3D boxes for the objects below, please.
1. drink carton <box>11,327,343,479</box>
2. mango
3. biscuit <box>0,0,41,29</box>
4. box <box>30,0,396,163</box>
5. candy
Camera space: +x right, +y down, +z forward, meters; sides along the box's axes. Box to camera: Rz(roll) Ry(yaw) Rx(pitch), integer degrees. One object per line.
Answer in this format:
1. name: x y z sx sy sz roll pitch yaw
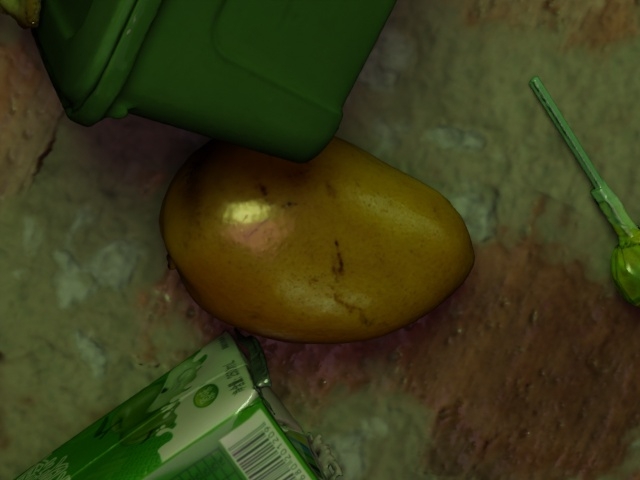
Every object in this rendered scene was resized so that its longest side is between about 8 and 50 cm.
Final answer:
1. drink carton: -0.127 0.183 1.180 0.271 0.161 0.108 -34 106 -1
2. mango: 0.000 0.000 1.174 0.219 0.112 0.145 12 97 -14
3. biscuit: -0.233 -0.227 1.042 0.203 0.016 0.144 39 139 16
4. box: -0.033 -0.220 1.041 0.177 0.253 0.329 20 107 -21
5. candy: 0.201 -0.034 1.234 0.058 0.062 0.194 -24 101 45
